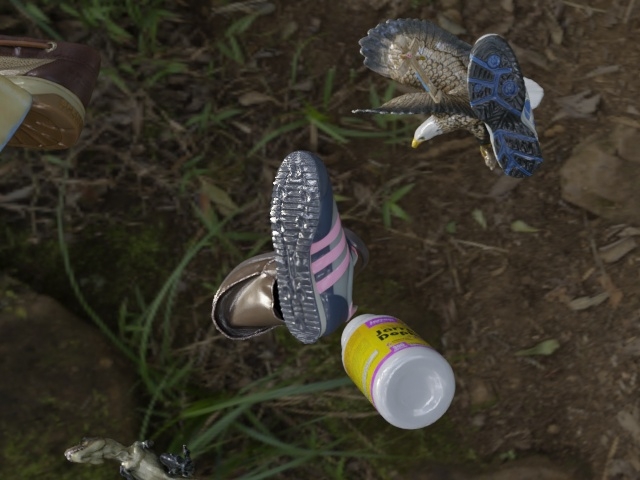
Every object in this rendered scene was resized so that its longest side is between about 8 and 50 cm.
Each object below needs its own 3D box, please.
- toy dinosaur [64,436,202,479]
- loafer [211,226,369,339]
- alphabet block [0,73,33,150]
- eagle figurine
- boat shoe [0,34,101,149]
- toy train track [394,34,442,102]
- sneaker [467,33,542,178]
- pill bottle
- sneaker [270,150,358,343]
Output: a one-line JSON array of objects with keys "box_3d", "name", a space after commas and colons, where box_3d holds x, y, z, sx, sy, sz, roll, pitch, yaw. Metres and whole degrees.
[{"box_3d": [-0.167, 0.288, 1.170, 0.118, 0.268, 0.064, -10, 51, 54], "name": "toy dinosaur"}, {"box_3d": [-0.080, 0.092, 1.786, 0.366, 0.130, 0.134, -33, 105, 35], "name": "loafer"}, {"box_3d": [-0.390, -0.103, 0.821, 0.193, 0.197, 0.192, -58, 28, -8], "name": "alphabet block"}, {"box_3d": [0.216, -0.251, 1.739, 0.225, 0.298, 0.226, -58, 26, 1], "name": "eagle figurine"}, {"box_3d": [-0.394, -0.185, 1.051, 0.342, 0.123, 0.123, 8, 65, 19], "name": "boat shoe"}, {"box_3d": [0.100, -0.169, 0.965, 0.014, 0.083, 0.048, -4, 48, 42], "name": "toy train track"}, {"box_3d": [0.251, -0.191, 1.364, 0.080, 0.081, 0.211, -13, 120, 12], "name": "sneaker"}, {"box_3d": [0.037, 0.066, 0.526, 0.083, 0.043, 0.043, -141, 56, -69], "name": "pill bottle"}, {"box_3d": [0.000, 0.000, 1.582, 0.112, 0.131, 0.318, 19, 119, 40], "name": "sneaker"}]
